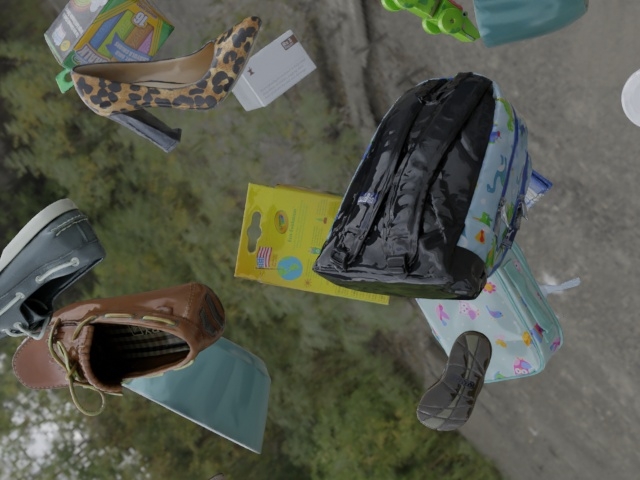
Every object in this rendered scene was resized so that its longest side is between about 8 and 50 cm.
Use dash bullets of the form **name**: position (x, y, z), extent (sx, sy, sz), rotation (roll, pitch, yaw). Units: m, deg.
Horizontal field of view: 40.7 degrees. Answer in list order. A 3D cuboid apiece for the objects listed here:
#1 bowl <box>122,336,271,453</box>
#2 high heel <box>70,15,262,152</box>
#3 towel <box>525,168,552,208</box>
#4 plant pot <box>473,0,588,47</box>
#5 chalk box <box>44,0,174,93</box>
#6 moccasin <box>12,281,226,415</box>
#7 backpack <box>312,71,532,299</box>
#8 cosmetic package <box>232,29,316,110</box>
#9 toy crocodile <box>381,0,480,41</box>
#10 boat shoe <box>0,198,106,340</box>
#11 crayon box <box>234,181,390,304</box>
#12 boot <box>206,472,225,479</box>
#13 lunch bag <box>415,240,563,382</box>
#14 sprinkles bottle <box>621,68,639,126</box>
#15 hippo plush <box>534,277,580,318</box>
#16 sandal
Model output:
- **bowl**: position (-0.218, 0.272, 1.670), extent (0.311, 0.163, 0.311), rotation (26, 165, 7)
- **high heel**: position (-0.220, -0.256, 1.223), extent (0.186, 0.261, 0.093), rotation (32, -153, -30)
- **towel**: position (0.466, -0.163, 2.168), extent (0.209, 0.034, 0.285), rotation (39, 173, 7)
- **plant pot**: position (0.495, -0.607, 2.000), extent (0.235, 0.293, 0.293), rotation (-1, 142, 23)
- **chalk box**: position (-0.383, -0.345, 1.509), extent (0.132, 0.213, 0.132), rotation (29, -163, -44)
- **moccasin**: position (-0.322, 0.170, 1.303), extent (0.139, 0.380, 0.147), rotation (70, -154, -22)
- **backpack**: position (0.183, -0.085, 1.332), extent (0.290, 0.356, 0.273), rotation (-1, 165, 46)
- **cosmetic package**: position (-0.094, -0.296, 1.532), extent (0.085, 0.117, 0.231), rotation (54, 175, -14)
- **toy crocodile**: position (0.271, -0.608, 2.211), extent (0.340, 0.105, 0.115), rotation (25, -177, -19)
- **boat shoe**: position (-0.405, 0.087, 1.152), extent (0.099, 0.319, 0.116), rotation (44, -164, 3)
- **crayon box**: position (0.000, 0.000, 1.743), extent (0.318, 0.202, 0.081), rotation (11, -171, 1)
- **boot**: position (-0.205, 0.496, 1.591), extent (0.042, 0.118, 0.087), rotation (48, 171, -33)
- **lunch bag**: position (0.310, 0.125, 1.589), extent (0.224, 0.108, 0.279), rotation (-23, 101, 45)
- **sprinkles bottle**: position (0.676, -0.292, 1.740), extent (0.121, 0.121, 0.355), rotation (50, -158, 6)
- **hippo plush**: position (0.395, 0.121, 2.044), extent (0.236, 0.234, 0.294), rotation (43, 154, -19)
- **sandal**: position (0.238, 0.241, 1.498), extent (0.090, 0.219, 0.060), rotation (24, -154, 14)
